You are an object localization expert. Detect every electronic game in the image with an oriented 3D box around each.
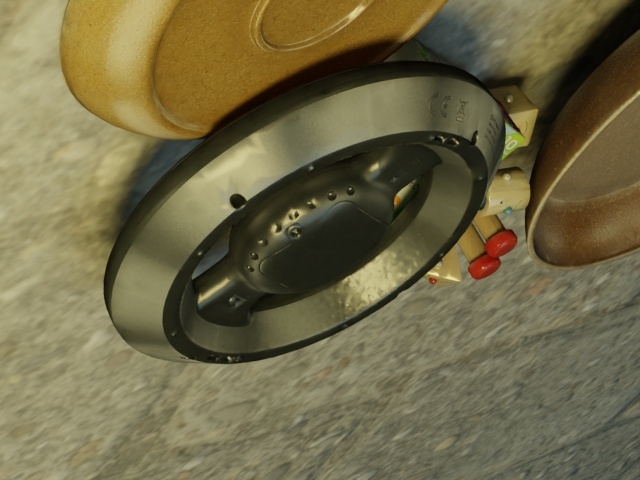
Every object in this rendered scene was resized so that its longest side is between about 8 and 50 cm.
[{"bbox_3d":[-0.005,-0.010,0.889,0.229,0.048,0.229,-23,152,-13],"label":"electronic game"}]

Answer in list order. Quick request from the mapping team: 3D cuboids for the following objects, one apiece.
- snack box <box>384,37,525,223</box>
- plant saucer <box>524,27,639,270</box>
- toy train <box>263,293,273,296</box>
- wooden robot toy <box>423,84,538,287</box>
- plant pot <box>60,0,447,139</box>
[{"bbox_3d":[0.032,-0.039,0.957,0.141,0.037,0.100,-41,145,16],"label":"snack box"},{"bbox_3d":[0.251,-0.092,1.088,0.311,0.050,0.310,-28,157,-13],"label":"plant saucer"},{"bbox_3d":[0.000,0.000,1.040,0.158,0.027,0.036,-43,148,20],"label":"toy train"},{"bbox_3d":[0.074,-0.019,1.057,0.079,0.076,0.173,-10,150,-28],"label":"wooden robot toy"},{"bbox_3d":[-0.004,-0.119,0.762,0.236,0.032,0.236,-31,159,-13],"label":"plant pot"}]
